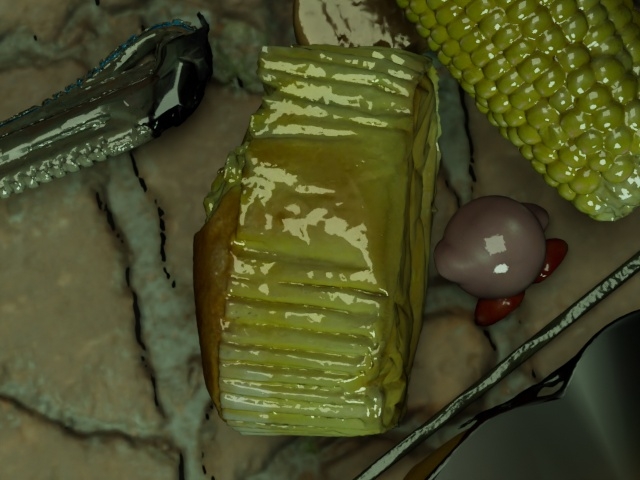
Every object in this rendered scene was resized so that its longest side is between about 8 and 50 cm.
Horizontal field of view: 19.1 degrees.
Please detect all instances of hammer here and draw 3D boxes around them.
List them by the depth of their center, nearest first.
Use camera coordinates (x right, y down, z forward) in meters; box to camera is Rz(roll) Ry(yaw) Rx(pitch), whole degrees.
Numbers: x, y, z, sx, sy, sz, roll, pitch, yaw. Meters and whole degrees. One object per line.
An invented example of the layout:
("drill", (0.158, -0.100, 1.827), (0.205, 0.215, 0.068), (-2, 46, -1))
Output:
("hammer", (0.112, 0.088, 1.229), (0.292, 0.058, 0.029), (-38, 85, -7))

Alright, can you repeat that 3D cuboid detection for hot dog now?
("hot dog", (0.125, 0.203, 1.179), (0.326, 0.107, 0.194), (-34, 89, -11))

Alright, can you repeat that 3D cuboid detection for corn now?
("corn", (0.105, -0.167, 1.181), (0.130, 0.130, 0.347), (-35, 88, -2))

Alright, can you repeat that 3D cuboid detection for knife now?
("knife", (-0.232, -0.050, 1.284), (0.365, 0.043, 0.089), (-24, 46, 3))

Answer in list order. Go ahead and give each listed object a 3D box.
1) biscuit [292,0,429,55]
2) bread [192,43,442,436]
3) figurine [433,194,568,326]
("biscuit", (0.128, -0.243, 1.277), (0.355, 0.052, 0.275), (-25, 84, -1))
("bread", (0.000, 0.000, 1.185), (0.133, 0.179, 0.250), (5, 83, 14))
("figurine", (0.115, 0.004, 1.230), (0.083, 0.067, 0.071), (-45, 100, -19))
